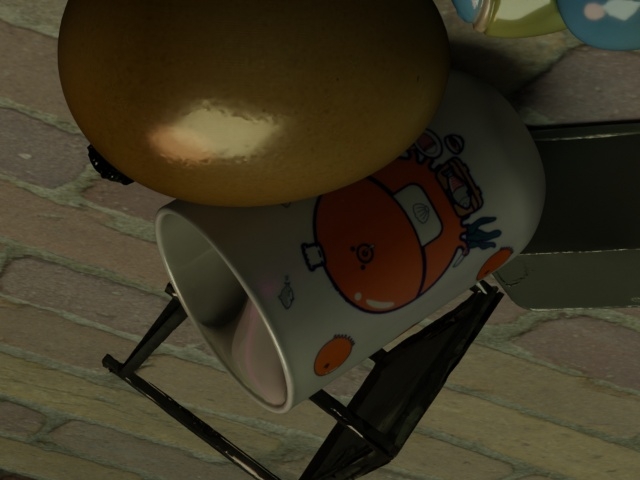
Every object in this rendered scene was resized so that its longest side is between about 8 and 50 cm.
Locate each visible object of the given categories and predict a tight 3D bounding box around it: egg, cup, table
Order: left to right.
[{"bbox_3d":[-0.055,-0.151,1.634,0.322,0.250,0.250,2,155,6],"label":"egg"},{"bbox_3d":[-0.029,0.093,2.063,0.272,0.222,0.335,38,156,-4],"label":"table"},{"bbox_3d":[0.037,-0.016,1.808,0.212,0.317,0.212,48,158,26],"label":"cup"}]

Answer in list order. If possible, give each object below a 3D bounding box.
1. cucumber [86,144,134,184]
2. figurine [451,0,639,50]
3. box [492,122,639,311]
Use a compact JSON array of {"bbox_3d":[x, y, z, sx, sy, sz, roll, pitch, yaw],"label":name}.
[{"bbox_3d":[-0.168,-0.143,1.914,0.081,0.072,0.303,15,155,-9],"label":"cucumber"},{"bbox_3d":[0.203,-0.212,1.526,0.262,0.154,0.180,2,166,8],"label":"figurine"},{"bbox_3d":[0.272,-0.018,1.940,0.243,0.135,0.163,-2,153,26],"label":"box"}]
